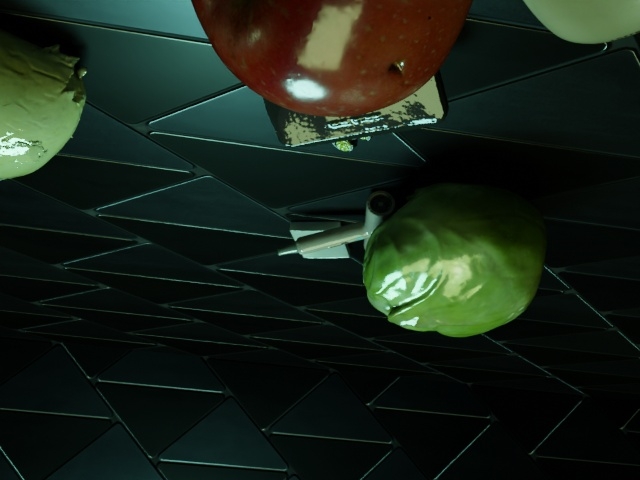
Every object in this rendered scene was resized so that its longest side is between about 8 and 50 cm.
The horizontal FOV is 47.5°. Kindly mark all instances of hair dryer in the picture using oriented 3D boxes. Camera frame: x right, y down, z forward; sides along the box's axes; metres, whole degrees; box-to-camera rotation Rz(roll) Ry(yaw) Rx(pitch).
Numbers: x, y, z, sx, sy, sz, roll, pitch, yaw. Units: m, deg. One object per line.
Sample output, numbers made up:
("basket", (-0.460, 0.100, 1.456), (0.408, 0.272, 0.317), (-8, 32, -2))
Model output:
("hair dryer", (0.026, -0.019, 1.365), (0.221, 0.053, 0.195), (-7, 157, -3))

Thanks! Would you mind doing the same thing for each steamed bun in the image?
("steamed bun", (-0.454, -0.169, 0.975), (0.273, 0.166, 0.232), (-15, 150, 39))

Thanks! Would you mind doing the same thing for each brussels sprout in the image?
("brussels sprout", (0.234, 0.027, 1.247), (0.328, 0.247, 0.328), (7, 141, 6))

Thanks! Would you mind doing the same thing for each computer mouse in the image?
("computer mouse", (0.269, -0.269, 0.713), (0.145, 0.081, 0.237), (-12, 154, 35))

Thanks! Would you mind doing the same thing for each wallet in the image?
("wallet", (0.040, -0.193, 0.916), (0.250, 0.044, 0.149), (-5, 124, 22))

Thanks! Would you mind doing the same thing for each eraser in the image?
("eraser", (0.000, 0.000, 1.500), (0.104, 0.023, 0.150), (0, 157, 10))

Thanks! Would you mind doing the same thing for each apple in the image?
("apple", (0.014, -0.235, 0.618), (0.217, 0.260, 0.260), (-9, 172, -43))

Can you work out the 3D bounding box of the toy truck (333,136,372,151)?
("toy truck", (0.043, -0.179, 1.001), (0.077, 0.076, 0.111), (36, 146, -20))
